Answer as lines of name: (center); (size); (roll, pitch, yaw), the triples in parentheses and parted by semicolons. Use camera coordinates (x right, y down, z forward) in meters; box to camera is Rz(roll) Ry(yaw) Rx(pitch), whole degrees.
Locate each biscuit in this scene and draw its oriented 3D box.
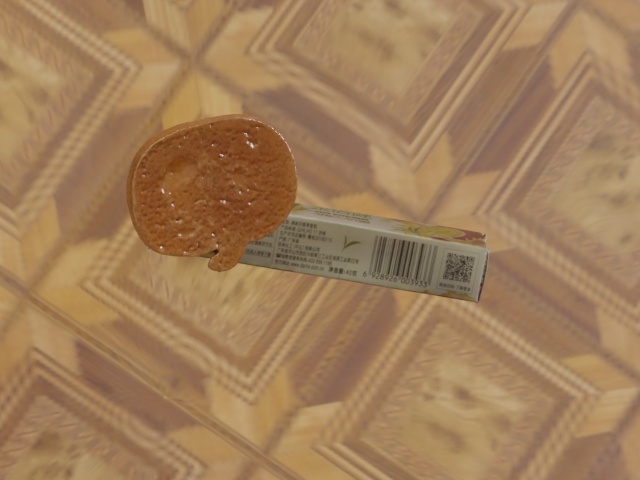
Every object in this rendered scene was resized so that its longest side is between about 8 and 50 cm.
biscuit: (-0.054, -0.023, 0.960); (0.091, 0.015, 0.078); (-11, 100, -22)

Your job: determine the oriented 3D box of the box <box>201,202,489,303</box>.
box: (0.000, 0.000, 1.168); (0.207, 0.050, 0.041); (9, 104, -3)
